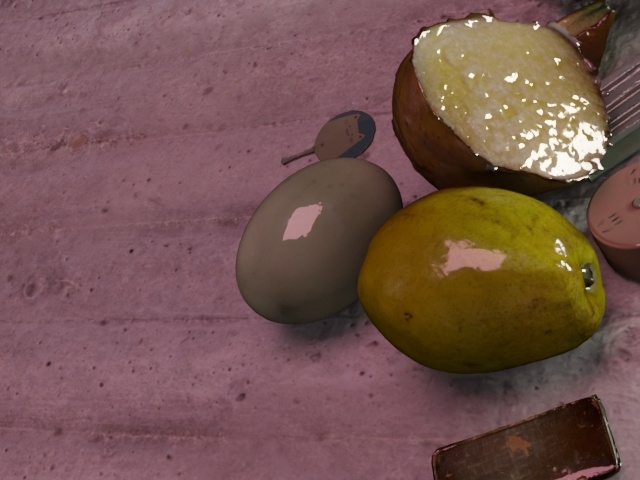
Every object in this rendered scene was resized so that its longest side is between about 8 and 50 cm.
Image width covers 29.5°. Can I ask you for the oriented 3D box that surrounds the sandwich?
[{"bbox_3d":[0.341,-0.262,1.846,0.258,0.096,0.094,-30,39,9],"label":"sandwich"}]

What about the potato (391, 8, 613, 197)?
[{"bbox_3d":[0.223,-0.156,1.700,0.300,0.237,0.289,4,63,-19],"label":"potato"}]

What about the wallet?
[{"bbox_3d":[0.252,0.278,1.515,0.232,0.031,0.122,-21,43,14],"label":"wallet"}]

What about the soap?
[{"bbox_3d":[0.433,-0.182,1.743,0.198,0.063,0.114,-34,46,5],"label":"soap"}]

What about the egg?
[{"bbox_3d":[0.000,0.000,1.773,0.282,0.203,0.203,-42,44,-9],"label":"egg"}]

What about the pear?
[{"bbox_3d":[0.206,0.051,1.565,0.307,0.253,0.253,-4,54,34],"label":"pear"}]

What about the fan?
[{"bbox_3d":[0.012,-0.162,2.037,0.175,0.005,0.113,-20,48,16],"label":"fan"}]

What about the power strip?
[{"bbox_3d":[0.434,-0.028,1.601,0.154,0.078,0.154,-20,42,19],"label":"power strip"}]
